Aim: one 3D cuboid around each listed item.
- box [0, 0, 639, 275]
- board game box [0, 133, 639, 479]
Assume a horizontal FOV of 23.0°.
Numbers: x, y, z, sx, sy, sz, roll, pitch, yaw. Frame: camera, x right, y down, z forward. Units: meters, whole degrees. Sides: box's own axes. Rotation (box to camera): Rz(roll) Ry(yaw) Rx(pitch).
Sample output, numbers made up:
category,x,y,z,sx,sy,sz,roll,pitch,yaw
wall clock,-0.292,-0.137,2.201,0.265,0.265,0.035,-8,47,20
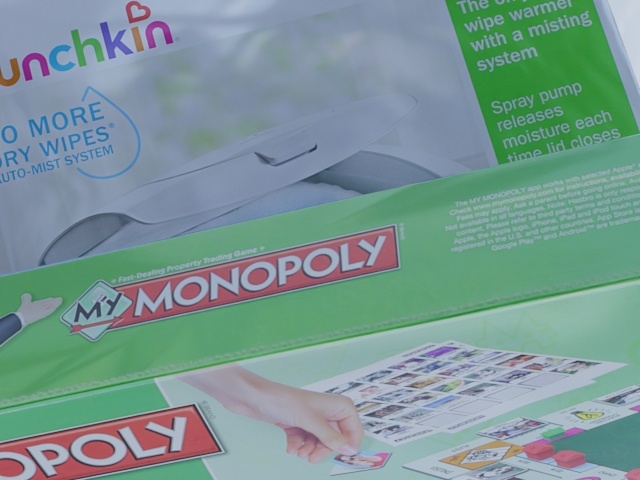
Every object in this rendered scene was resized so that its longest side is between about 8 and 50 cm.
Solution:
category,x,y,z,sx,sy,sz,roll,pitch,yaw
box,0.000,0.000,0.637,0.127,0.262,0.231,89,-14,-75
board game box,0.018,0.077,0.438,0.213,0.317,0.046,68,15,-44
